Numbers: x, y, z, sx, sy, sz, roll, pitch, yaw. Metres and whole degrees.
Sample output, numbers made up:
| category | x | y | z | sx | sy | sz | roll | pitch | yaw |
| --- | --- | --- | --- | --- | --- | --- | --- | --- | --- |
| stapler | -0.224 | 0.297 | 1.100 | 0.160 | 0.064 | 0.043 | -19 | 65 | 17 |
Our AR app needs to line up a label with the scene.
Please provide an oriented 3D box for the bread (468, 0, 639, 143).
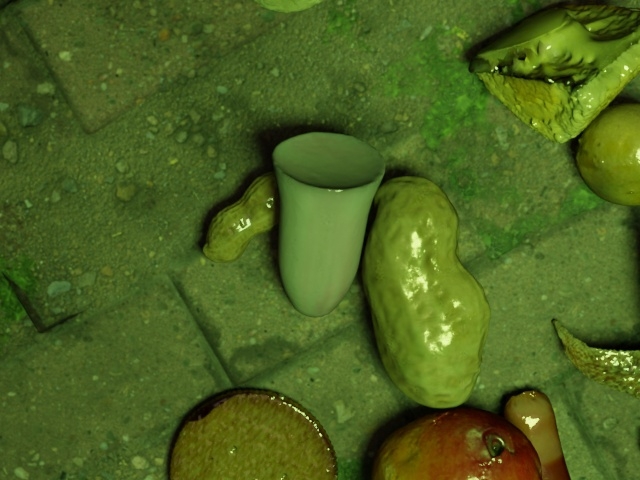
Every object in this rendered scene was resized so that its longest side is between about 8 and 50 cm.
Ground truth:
| category | x | y | z | sx | sy | sz | roll | pitch | yaw |
| --- | --- | --- | --- | --- | --- | --- | --- | --- | --- |
| bread | 0.388 | -0.265 | 1.333 | 0.204 | 0.262 | 0.162 | -44 | 126 | -7 |

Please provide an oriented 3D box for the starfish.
| category | x | y | z | sx | sy | sz | roll | pitch | yaw |
| --- | --- | --- | --- | --- | --- | --- | --- | --- | --- |
| starfish | 0.595 | 0.174 | 1.440 | 0.398 | 0.132 | 0.383 | 14 | 94 | -4 |

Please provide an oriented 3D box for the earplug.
| category | x | y | z | sx | sy | sz | roll | pitch | yaw |
| --- | --- | --- | --- | --- | --- | --- | --- | --- | --- |
| earplug | 0.000 | 0.000 | 1.389 | 0.172 | 0.172 | 0.301 | 7 | 125 | 1 |

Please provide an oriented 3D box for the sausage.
| category | x | y | z | sx | sy | sz | roll | pitch | yaw |
| --- | --- | --- | --- | --- | --- | --- | --- | --- | --- |
| sausage | 0.382 | 0.397 | 1.491 | 0.089 | 0.083 | 0.300 | -16 | 94 | 10 |

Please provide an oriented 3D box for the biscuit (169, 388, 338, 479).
| category | x | y | z | sx | sy | sz | roll | pitch | yaw |
| --- | --- | --- | --- | --- | --- | --- | --- | --- | --- |
| biscuit | -0.116 | 0.405 | 1.527 | 0.305 | 0.038 | 0.305 | 0 | 98 | 3 |

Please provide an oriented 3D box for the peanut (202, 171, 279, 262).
| category | x | y | z | sx | sy | sz | roll | pitch | yaw |
| --- | --- | --- | --- | --- | --- | --- | --- | --- | --- |
| peanut | -0.120 | -0.035 | 1.446 | 0.193 | 0.089 | 0.089 | -39 | 95 | 10 |

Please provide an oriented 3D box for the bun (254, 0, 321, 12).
| category | x | y | z | sx | sy | sz | roll | pitch | yaw |
| --- | --- | --- | --- | --- | --- | --- | --- | --- | --- |
| bun | -0.057 | -0.465 | 1.350 | 0.221 | 0.134 | 0.220 | 3 | 106 | 9 |

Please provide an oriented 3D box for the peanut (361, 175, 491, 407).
| category | x | y | z | sx | sy | sz | roll | pitch | yaw |
| --- | --- | --- | --- | --- | --- | --- | --- | --- | --- |
| peanut | 0.168 | 0.086 | 1.401 | 0.192 | 0.170 | 0.387 | -8 | 99 | 38 |

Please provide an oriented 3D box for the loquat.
| category | x | y | z | sx | sy | sz | roll | pitch | yaw |
| --- | --- | --- | --- | --- | --- | --- | --- | --- | --- |
| loquat | 0.495 | -0.134 | 1.367 | 0.149 | 0.205 | 0.172 | -52 | 127 | -22 |

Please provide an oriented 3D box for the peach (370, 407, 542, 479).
| category | x | y | z | sx | sy | sz | roll | pitch | yaw |
| --- | --- | --- | --- | --- | --- | --- | --- | --- | --- |
| peach | 0.216 | 0.395 | 1.410 | 0.281 | 0.238 | 0.280 | 7 | 111 | 20 |
